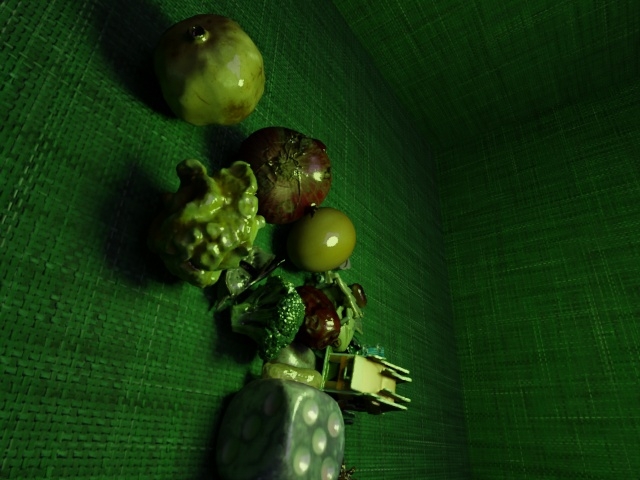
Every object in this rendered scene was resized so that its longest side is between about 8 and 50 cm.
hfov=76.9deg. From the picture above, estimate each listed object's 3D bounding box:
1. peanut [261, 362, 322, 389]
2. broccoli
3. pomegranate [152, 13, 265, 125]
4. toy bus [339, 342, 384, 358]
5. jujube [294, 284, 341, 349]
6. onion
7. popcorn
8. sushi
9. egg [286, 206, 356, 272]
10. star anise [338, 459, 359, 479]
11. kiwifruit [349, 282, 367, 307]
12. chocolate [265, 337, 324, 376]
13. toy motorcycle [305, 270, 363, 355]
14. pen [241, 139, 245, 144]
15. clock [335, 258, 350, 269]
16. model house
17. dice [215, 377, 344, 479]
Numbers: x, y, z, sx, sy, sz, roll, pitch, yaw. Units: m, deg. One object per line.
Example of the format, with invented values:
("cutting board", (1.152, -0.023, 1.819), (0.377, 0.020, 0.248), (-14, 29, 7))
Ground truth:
("peanut", (-0.086, 0.435, 1.273), (0.213, 0.099, 0.100), (26, 52, -21))
("broccoli", (-0.163, 0.238, 1.269), (0.241, 0.261, 0.270), (-2, 80, -17))
("pomegranate", (-0.332, -0.507, 1.208), (0.332, 0.332, 0.333), (30, 52, -48))
("toy bus", (0.183, 0.519, 1.763), (0.246, 0.113, 0.135), (17, 68, -55))
("jujube", (-0.035, 0.270, 1.433), (0.183, 0.183, 0.243), (26, 16, -50))
("onion", (-0.128, -0.220, 1.400), (0.353, 0.353, 0.354), (30, 52, -48))
("popcorn", (-0.301, -0.040, 1.102), (0.274, 0.279, 0.336), (21, 49, -3))
("sushi", (-0.255, 0.106, 1.285), (0.272, 0.134, 0.109), (-35, 86, -37))
("egg", (0.000, 0.000, 1.581), (0.322, 0.250, 0.250), (-30, 102, -48))
("star anise", (0.090, 0.862, 1.455), (0.140, 0.144, 0.158), (-26, 66, -28))
("kiwifruit", (0.178, 0.262, 1.909), (0.075, 0.075, 0.125), (-32, 101, -57))
("chocolate", (-0.065, 0.453, 1.428), (0.303, 0.100, 0.185), (48, 37, -40))
("toy motorcycle", (0.065, 0.291, 1.621), (0.237, 0.168, 0.411), (40, 29, -56))
("pen", (-0.221, -0.355, 1.604), (0.239, 0.028, 0.028), (7, 71, -56))
("clock", (0.087, 0.067, 1.873), (0.110, 0.050, 0.153), (19, 61, -53))
("model house", (0.168, 0.574, 1.461), (0.358, 0.312, 0.243), (77, 23, -46))
("dice", (-0.109, 0.563, 1.136), (0.270, 0.270, 0.272), (45, 42, -36))
